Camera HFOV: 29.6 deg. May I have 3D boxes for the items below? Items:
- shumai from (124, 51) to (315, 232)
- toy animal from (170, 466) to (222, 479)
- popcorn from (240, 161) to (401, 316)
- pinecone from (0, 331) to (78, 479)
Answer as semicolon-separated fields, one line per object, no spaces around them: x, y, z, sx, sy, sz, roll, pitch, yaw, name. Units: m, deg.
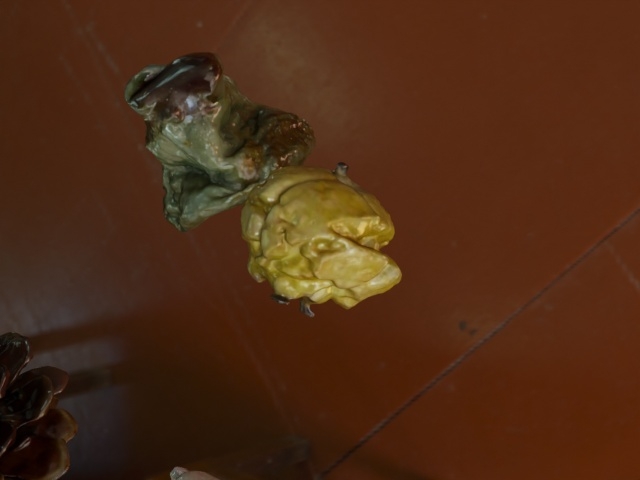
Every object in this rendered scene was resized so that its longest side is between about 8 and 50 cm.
-0.136;-0.143;1.540;0.204;0.222;0.272;60;174;-5;shumai
-0.210;0.403;1.594;0.138;0.282;0.141;12;108;31;toy animal
0.000;0.000;1.157;0.152;0.167;0.148;-65;17;6;popcorn
-0.383;0.175;1.174;0.264;0.264;0.264;9;102;44;pinecone
